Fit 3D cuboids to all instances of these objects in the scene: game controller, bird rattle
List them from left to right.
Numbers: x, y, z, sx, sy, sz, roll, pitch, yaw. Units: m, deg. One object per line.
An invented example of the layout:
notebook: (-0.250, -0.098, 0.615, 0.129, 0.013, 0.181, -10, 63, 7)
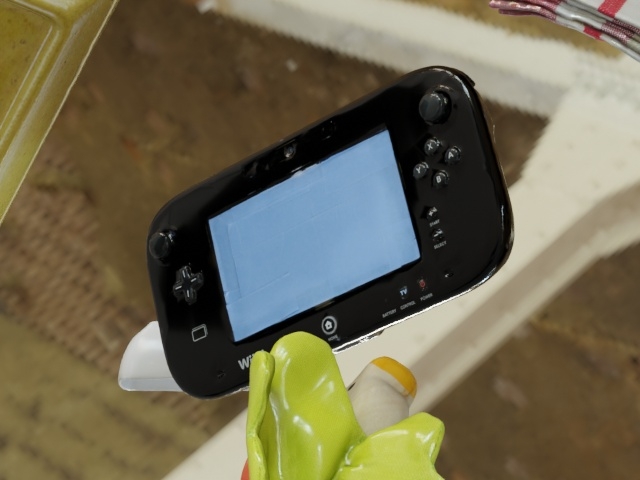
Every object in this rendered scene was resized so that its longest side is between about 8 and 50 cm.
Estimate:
bird rattle: (-0.013, 0.169, 1.055, 0.143, 0.207, 0.253, 32, -61, 3)
game controller: (0.000, 0.000, 1.326, 0.319, 0.067, 0.166, -26, -121, 33)

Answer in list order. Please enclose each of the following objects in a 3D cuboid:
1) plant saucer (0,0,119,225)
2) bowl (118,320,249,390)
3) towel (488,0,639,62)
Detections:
plant saucer: (-0.326, -0.112, 1.248, 0.332, 0.333, 0.081, 20, 21, -30)
bowl: (-0.102, 0.100, 1.569, 0.142, 0.142, 0.053, 119, -28, -80)
towel: (0.301, -0.159, 1.340, 0.329, 0.237, 0.037, 25, -58, 10)
